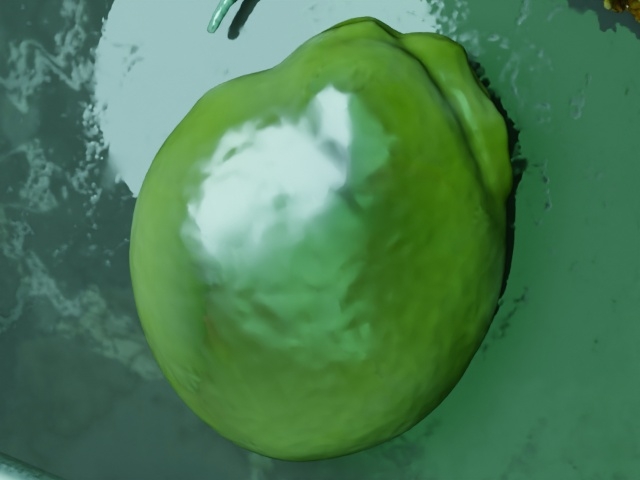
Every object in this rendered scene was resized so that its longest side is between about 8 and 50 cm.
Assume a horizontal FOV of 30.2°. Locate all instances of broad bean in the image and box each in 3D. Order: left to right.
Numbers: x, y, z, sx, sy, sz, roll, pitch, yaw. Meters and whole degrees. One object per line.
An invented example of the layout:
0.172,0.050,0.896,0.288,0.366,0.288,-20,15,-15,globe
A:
0.000,0.000,0.752,0.238,0.119,0.291,19,100,1,broad bean

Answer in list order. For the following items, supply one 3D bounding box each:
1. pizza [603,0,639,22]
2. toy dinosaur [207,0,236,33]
0.234,-0.145,0.708,0.161,0.085,0.305,-32,89,-10,pizza
0.043,-0.296,0.741,0.383,0.076,0.129,-33,107,20,toy dinosaur
